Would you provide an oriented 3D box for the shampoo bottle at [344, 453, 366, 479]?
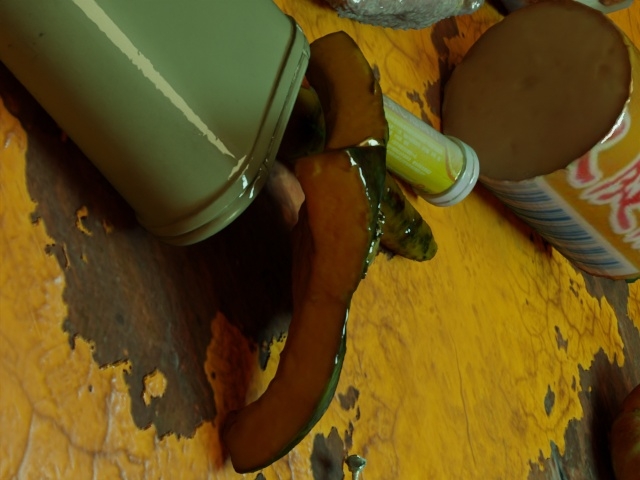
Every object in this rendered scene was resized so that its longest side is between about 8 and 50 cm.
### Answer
[{"bbox_3d":[0.028,0.258,1.286,0.077,0.045,0.151,36,47,-46],"label":"shampoo bottle"}]

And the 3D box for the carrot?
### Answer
[{"bbox_3d":[0.033,-0.056,1.417,0.314,0.066,0.066,41,44,-44],"label":"carrot"}]

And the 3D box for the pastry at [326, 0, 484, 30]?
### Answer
[{"bbox_3d":[0.072,-0.271,1.540,0.265,0.112,0.102,-4,90,-47],"label":"pastry"}]

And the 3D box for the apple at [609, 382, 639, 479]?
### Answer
[{"bbox_3d":[0.448,0.260,1.830,0.196,0.196,0.195,31,51,-49],"label":"apple"}]

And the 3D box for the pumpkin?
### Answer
[{"bbox_3d":[0.000,0.007,1.235,0.258,0.095,0.290,-80,-178,-63],"label":"pumpkin"}]

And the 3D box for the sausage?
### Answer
[{"bbox_3d":[0.303,-0.107,1.720,0.287,0.233,0.233,37,47,-45],"label":"sausage"}]

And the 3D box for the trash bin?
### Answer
[{"bbox_3d":[-0.133,-0.161,1.145,0.247,0.121,0.243,50,38,-31],"label":"trash bin"}]

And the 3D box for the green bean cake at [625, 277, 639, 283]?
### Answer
[{"bbox_3d":[0.412,-0.075,1.999,0.208,0.107,0.193,56,38,-26],"label":"green bean cake"}]

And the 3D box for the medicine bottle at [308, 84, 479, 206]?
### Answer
[{"bbox_3d":[0.071,-0.101,1.495,0.218,0.074,0.073,27,54,-49],"label":"medicine bottle"}]

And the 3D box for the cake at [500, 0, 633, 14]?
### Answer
[{"bbox_3d":[0.291,-0.410,1.805,0.309,0.237,0.230,21,61,-66],"label":"cake"}]
